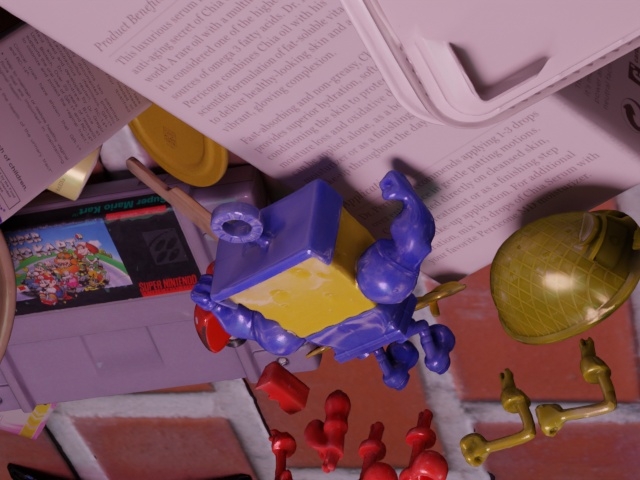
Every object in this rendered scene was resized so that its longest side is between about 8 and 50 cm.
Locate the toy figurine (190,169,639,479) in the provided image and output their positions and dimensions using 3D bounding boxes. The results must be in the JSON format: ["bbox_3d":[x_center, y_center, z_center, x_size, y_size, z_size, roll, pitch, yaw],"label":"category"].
[{"bbox_3d":[0.018,0.045,1.235,0.217,0.191,0.362,39,137,-26],"label":"toy figurine"}]

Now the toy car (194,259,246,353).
[{"bbox_3d":[0.000,0.000,1.498,0.053,0.239,0.225,35,-175,33],"label":"toy car"}]

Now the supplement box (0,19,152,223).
[{"bbox_3d":[-0.245,-0.089,1.328,0.111,0.220,0.114,-21,107,38],"label":"supplement box"}]

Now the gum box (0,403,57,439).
[{"bbox_3d":[-0.313,0.128,1.790,0.107,0.062,0.188,21,142,-12],"label":"gum box"}]

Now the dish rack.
[{"bbox_3d":[0.155,-0.225,1.047,0.333,0.072,0.285,-28,122,6],"label":"dish rack"}]

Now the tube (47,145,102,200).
[{"bbox_3d":[-0.304,-0.107,1.487,0.240,0.062,0.070,25,101,-10],"label":"tube"}]

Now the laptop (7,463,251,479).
[{"bbox_3d":[-0.199,0.331,2.070,0.264,0.136,0.234,23,150,29],"label":"laptop"}]

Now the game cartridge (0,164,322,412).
[{"bbox_3d":[-0.198,0.050,1.605,0.355,0.068,0.230,-9,134,14],"label":"game cartridge"}]

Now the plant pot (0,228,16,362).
[{"bbox_3d":[-0.455,0.014,1.460,0.323,0.280,0.323,-21,130,-26],"label":"plant pot"}]

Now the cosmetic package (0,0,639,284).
[{"bbox_3d":[0.006,-0.170,1.230,0.453,0.161,0.230,32,140,-26],"label":"cosmetic package"}]

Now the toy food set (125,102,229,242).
[{"bbox_3d":[-0.101,-0.118,1.413,0.128,0.071,0.218,34,145,28],"label":"toy food set"}]
